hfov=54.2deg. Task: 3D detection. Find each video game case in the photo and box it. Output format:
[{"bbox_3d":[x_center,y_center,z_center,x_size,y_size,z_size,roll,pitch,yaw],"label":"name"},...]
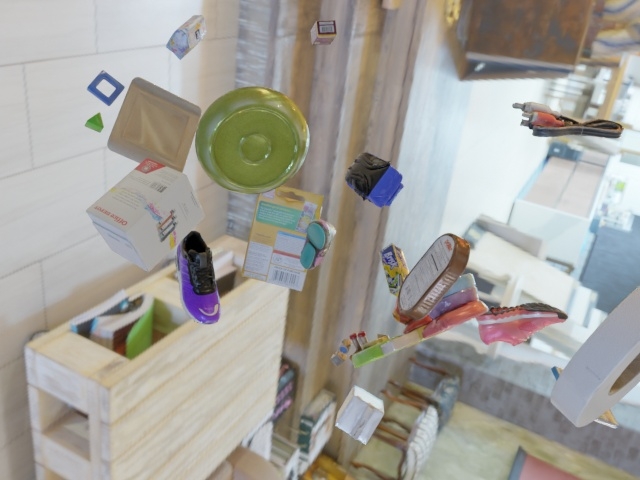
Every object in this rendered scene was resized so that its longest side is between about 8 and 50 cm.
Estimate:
[{"bbox_3d":[0.608,0.361,1.438,0.015,0.166,0.119,-48,-146,29],"label":"video game case"}]

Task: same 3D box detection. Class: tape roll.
[{"bbox_3d":[0.614,0.209,1.235,0.391,0.072,0.392,-27,143,-23],"label":"tape roll"}]

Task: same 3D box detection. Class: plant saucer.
[{"bbox_3d":[-0.137,-0.196,1.294,0.037,0.240,0.241,-114,-155,-56],"label":"plant saucer"}]

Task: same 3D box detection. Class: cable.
[{"bbox_3d":[0.617,-0.291,1.532,0.140,0.286,0.072,-85,180,-61],"label":"cable"}]

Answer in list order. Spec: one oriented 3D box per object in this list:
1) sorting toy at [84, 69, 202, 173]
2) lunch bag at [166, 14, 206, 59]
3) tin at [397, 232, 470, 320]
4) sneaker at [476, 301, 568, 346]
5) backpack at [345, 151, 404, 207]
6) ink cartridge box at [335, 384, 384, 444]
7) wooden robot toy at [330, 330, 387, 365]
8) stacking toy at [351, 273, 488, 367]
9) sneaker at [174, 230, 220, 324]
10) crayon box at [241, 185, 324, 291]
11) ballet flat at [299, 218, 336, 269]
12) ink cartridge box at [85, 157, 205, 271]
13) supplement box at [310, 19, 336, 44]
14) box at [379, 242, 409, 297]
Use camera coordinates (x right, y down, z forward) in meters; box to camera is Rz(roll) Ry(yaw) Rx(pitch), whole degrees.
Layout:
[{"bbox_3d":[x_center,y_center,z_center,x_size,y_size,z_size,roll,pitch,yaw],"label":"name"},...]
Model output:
[{"bbox_3d":[-0.390,-0.262,1.482,0.047,0.347,0.196,-23,-131,57],"label":"sorting toy"},{"bbox_3d":[-0.281,-0.436,1.332,0.083,0.053,0.071,-35,-161,52],"label":"lunch bag"},{"bbox_3d":[0.210,0.069,1.183,0.190,0.040,0.106,-55,-156,25],"label":"tin"},{"bbox_3d":[0.696,0.296,2.172,0.116,0.313,0.136,-71,156,-81],"label":"sneaker"},{"bbox_3d":[0.118,-0.133,1.406,0.098,0.120,0.101,-50,133,-1],"label":"backpack"},{"bbox_3d":[0.099,0.434,1.564,0.092,0.089,0.143,-60,175,0],"label":"ink cartridge box"},{"bbox_3d":[0.089,0.281,1.559,0.076,0.173,0.079,61,33,-14],"label":"wooden robot toy"},{"bbox_3d":[0.198,0.166,1.402,0.279,0.131,0.309,-17,165,-24],"label":"stacking toy"},{"bbox_3d":[-0.354,0.097,1.816,0.102,0.294,0.146,-6,147,-31],"label":"sneaker"},{"bbox_3d":[-0.117,-0.021,1.982,0.083,0.202,0.323,-75,180,-72],"label":"crayon box"},{"bbox_3d":[0.000,0.000,1.657,0.079,0.077,0.222,-30,158,-28],"label":"ballet flat"},{"bbox_3d":[-0.352,-0.053,1.273,0.176,0.128,0.127,-48,146,-27],"label":"ink cartridge box"},{"bbox_3d":[0.009,-0.565,1.701,0.083,0.054,0.043,179,-95,-77],"label":"supplement box"},{"bbox_3d":[0.233,0.092,1.918,0.054,0.059,0.169,32,32,-36],"label":"box"}]
